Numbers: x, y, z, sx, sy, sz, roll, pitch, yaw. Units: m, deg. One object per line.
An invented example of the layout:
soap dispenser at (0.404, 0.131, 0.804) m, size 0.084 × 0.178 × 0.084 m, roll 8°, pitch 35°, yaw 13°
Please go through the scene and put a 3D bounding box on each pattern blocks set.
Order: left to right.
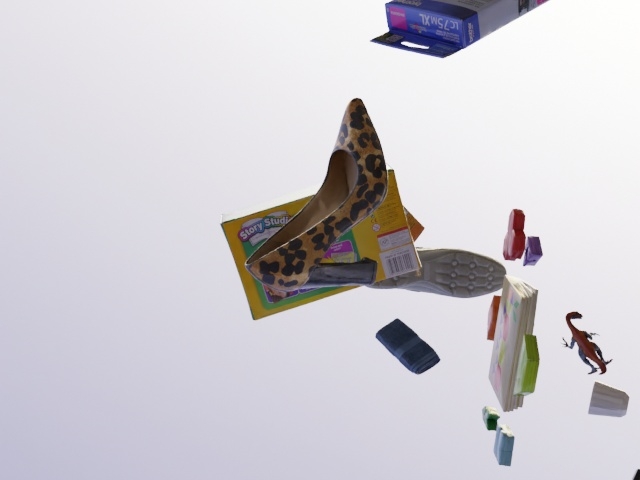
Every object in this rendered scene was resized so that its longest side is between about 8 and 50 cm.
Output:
pattern blocks set at (0.278, 0.141, 1.294) m, size 0.026 × 0.324 × 0.285 m, roll 7°, pitch -159°, yaw 0°

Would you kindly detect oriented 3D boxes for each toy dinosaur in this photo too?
toy dinosaur at (0.355, 0.132, 1.190) m, size 0.082 × 0.047 × 0.090 m, roll 60°, pitch 176°, yaw 4°

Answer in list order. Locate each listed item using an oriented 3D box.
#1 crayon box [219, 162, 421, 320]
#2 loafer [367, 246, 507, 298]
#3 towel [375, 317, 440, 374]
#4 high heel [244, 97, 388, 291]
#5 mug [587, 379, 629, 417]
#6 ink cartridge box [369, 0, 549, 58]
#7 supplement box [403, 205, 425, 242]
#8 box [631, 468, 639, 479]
crayon box at (0.000, 0.000, 1.396) m, size 0.278 × 0.165 × 0.081 m, roll -17°, pitch -166°, yaw -1°
loafer at (0.238, 0.061, 1.936) m, size 0.320 × 0.112 × 0.111 m, roll 6°, pitch -170°, yaw 2°
towel at (0.161, 0.200, 1.670) m, size 0.067 × 0.029 × 0.119 m, roll -27°, pitch -129°, yaw -27°
high heel at (-0.009, -0.063, 1.179) m, size 0.186 × 0.261 × 0.093 m, roll 0°, pitch -179°, yaw -28°
mug at (0.517, 0.287, 1.601) m, size 0.064 × 0.062 × 0.078 m, roll 10°, pitch 179°, yaw 20°
ink cartridge box at (0.252, -0.416, 1.578) m, size 0.311 × 0.065 × 0.186 m, roll -35°, pitch -140°, yaw -26°
supplement box at (0.138, -0.080, 2.156) m, size 0.233 × 0.078 × 0.080 m, roll 45°, pitch -122°, yaw -8°
box at (0.648, 0.499, 1.762) m, size 0.083 × 0.018 × 0.067 m, roll 29°, pitch -111°, yaw 14°
